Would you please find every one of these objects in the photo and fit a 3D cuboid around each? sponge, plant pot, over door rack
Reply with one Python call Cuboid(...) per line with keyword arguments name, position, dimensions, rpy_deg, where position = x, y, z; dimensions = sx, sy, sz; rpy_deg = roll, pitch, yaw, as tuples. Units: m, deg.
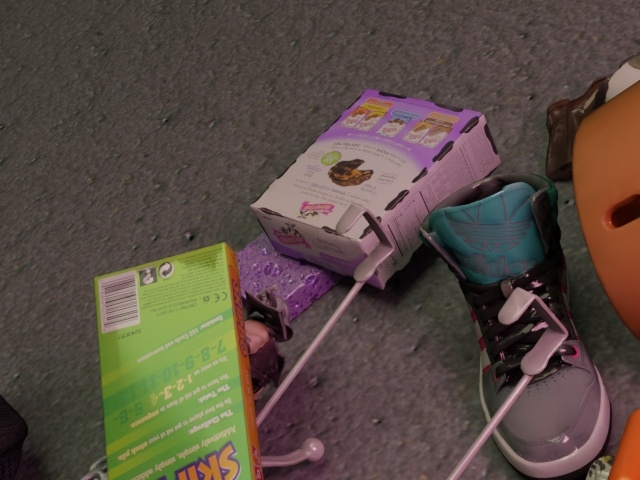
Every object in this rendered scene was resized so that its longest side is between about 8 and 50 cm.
Cuboid(name="sponge", position=(0.000, 0.000, 1.443), dimensions=(0.210, 0.031, 0.117), rpy_deg=(-39, 37, -14))
Cuboid(name="plant pot", position=(0.327, -0.033, 1.051), dimensions=(0.203, 0.291, 0.291), rpy_deg=(-19, 35, 31))
Cuboid(name="over door rack", position=(0.046, 0.161, 1.095), dimensions=(0.239, 0.108, 0.324), rpy_deg=(28, 89, 51))

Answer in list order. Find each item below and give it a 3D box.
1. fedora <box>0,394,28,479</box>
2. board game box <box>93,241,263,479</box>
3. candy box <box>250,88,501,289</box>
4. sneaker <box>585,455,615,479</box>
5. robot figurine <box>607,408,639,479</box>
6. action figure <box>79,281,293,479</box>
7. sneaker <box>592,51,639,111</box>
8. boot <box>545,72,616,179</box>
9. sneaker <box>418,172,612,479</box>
Cuboid(name="fedora", position=(-0.384, 0.221, 1.297), dimensions=(0.152, 0.334, 0.334), rpy_deg=(25, 54, 9))
Cuboid(name="board game box", position=(-0.115, 0.136, 1.113), dimensions=(0.124, 0.039, 0.259), rpy_deg=(-15, 61, 14))
Cuboid(name="candy box", position=(0.055, -0.057, 1.388), dimensions=(0.165, 0.070, 0.196), rpy_deg=(19, 57, 45))
Cuboid(name="sneaker", position=(0.214, 0.194, 1.048), dimensions=(0.031, 0.035, 0.083), rpy_deg=(20, 36, 38))
Cuboid(name="robot figurine", position=(0.292, 0.173, 0.935), dimensions=(0.128, 0.158, 0.219), rpy_deg=(-29, 26, 42))
Cuboid(name="action figure", position=(-0.106, 0.148, 1.220), dimensions=(0.099, 0.185, 0.285), rpy_deg=(20, 60, 23))
Cuboid(name="sneaker", position=(0.461, -0.112, 1.212), dimensions=(0.410, 0.158, 0.182), rpy_deg=(-19, 67, 12))
Cuboid(name="boot", position=(0.275, -0.113, 1.387), dimensions=(0.106, 0.037, 0.114), rpy_deg=(-27, 29, 27))
Cuboid(name="sneaker", position=(0.162, 0.044, 1.144), dimensions=(0.123, 0.178, 0.295), rpy_deg=(-21, 36, 12))
